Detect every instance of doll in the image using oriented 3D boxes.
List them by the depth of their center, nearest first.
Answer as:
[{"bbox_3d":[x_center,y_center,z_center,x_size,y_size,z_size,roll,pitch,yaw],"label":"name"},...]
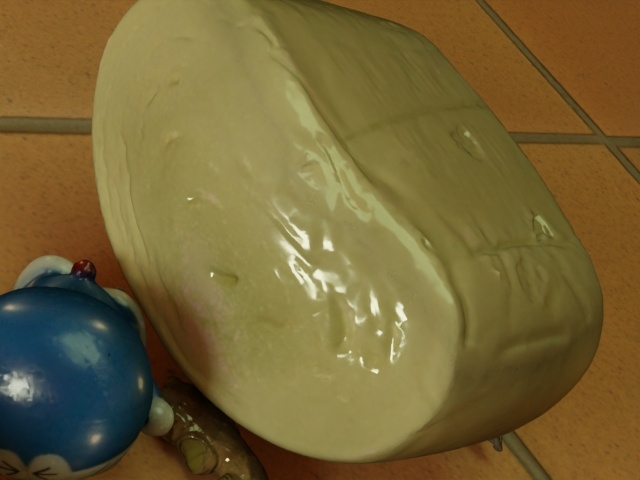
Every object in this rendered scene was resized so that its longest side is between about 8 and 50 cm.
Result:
[{"bbox_3d":[-0.216,0.101,1.551,0.215,0.161,0.257,20,14,-1],"label":"doll"}]

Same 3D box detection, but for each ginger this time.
[{"bbox_3d":[-0.086,0.184,1.645,0.069,0.051,0.173,-5,47,-45],"label":"ginger"}]

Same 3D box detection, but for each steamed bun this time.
[{"bbox_3d":[0.000,0.000,1.733,0.371,0.290,0.456,-1,53,-57],"label":"steamed bun"}]

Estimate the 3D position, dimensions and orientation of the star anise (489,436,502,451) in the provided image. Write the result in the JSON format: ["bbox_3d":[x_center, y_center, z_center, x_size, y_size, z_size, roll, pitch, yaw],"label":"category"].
[{"bbox_3d":[0.129,0.129,1.938,0.182,0.065,0.195,-4,52,-48],"label":"star anise"}]
